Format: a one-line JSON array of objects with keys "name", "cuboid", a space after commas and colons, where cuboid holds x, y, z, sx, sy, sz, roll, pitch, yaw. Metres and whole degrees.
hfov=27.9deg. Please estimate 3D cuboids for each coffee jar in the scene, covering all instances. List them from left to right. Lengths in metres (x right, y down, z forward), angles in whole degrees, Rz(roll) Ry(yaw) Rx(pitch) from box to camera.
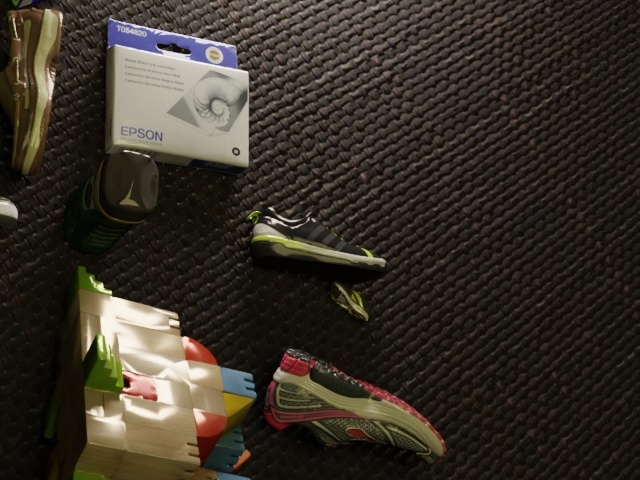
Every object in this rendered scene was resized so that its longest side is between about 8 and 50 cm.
[{"name": "coffee jar", "cuboid": [-0.285, -0.052, 1.755, 0.079, 0.184, 0.096, 11, 68, -27]}]

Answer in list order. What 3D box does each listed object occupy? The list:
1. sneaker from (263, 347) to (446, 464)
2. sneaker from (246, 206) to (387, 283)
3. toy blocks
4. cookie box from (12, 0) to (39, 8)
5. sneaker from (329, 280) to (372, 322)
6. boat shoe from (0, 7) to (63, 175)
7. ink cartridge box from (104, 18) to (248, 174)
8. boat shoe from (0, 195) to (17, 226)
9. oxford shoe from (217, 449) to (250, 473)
[{"name": "sneaker", "cuboid": [0.051, 0.262, 1.894, 0.299, 0.121, 0.112, 27, 90, -20]}, {"name": "sneaker", "cuboid": [0.000, 0.000, 1.963, 0.235, 0.084, 0.097, 13, 65, -26]}, {"name": "toy blocks", "cuboid": [-0.202, 0.217, 1.673, 0.261, 0.190, 0.381, 16, 32, -24]}, {"name": "cookie box", "cuboid": [-0.429, -0.405, 1.886, 0.092, 0.040, 0.107, -29, 87, -34]}, {"name": "sneaker", "cuboid": [0.047, 0.090, 1.993, 0.083, 0.031, 0.035, 48, 49, -17]}, {"name": "boat shoe", "cuboid": [-0.422, -0.210, 1.800, 0.095, 0.095, 0.257, 8, 62, -13]}, {"name": "ink cartridge box", "cuboid": [-0.214, -0.222, 1.942, 0.223, 0.045, 0.223, 7, 69, -28]}, {"name": "boat shoe", "cuboid": [-0.513, -0.067, 1.698, 0.229, 0.080, 0.076, 6, 71, -20]}, {"name": "oxford shoe", "cuboid": [-0.219, 0.305, 1.721, 0.271, 0.097, 0.098, -14, 74, -33]}]
